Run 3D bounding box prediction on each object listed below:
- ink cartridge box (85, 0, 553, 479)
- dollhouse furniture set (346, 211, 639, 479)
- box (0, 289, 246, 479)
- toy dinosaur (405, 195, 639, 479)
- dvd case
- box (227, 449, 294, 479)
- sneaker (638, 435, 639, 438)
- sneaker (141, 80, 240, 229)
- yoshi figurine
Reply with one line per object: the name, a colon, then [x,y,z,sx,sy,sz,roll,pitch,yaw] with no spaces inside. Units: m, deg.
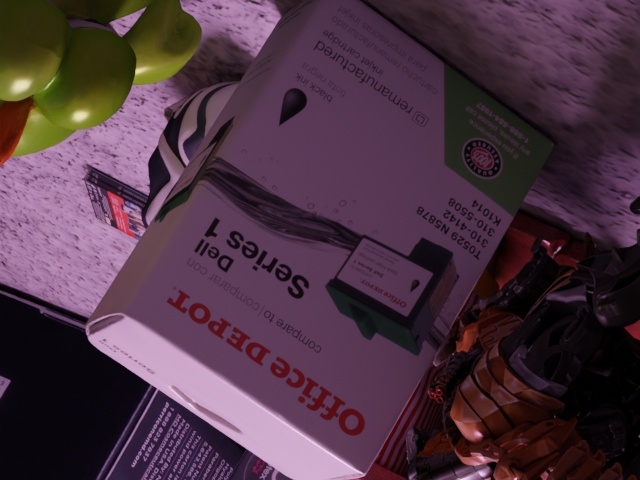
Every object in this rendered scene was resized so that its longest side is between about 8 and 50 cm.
ink cartridge box: [0.000,0.000,1.023,0.160,0.219,0.092,34,162,-12]
dollhouse furniture set: [0.113,0.145,1.260,0.152,0.201,0.374,26,161,14]
box: [-0.315,0.285,2.160,0.480,0.297,0.472,18,160,33]
toy dinosaur: [0.141,0.081,0.925,0.164,0.218,0.322,53,-171,-34]
dvd case: [-0.134,-0.012,1.531,0.119,0.013,0.087,28,162,11]
box: [0.006,0.310,1.915,0.143,0.165,0.270,21,159,28]
sneaker: [0.305,0.127,1.110,0.222,0.083,0.118,22,142,-21]
sneaker: [-0.044,0.003,1.242,0.153,0.094,0.235,18,139,63]
yoshi figurine: [-0.165,-0.153,1.046,0.362,0.204,0.203,-155,54,-63]
